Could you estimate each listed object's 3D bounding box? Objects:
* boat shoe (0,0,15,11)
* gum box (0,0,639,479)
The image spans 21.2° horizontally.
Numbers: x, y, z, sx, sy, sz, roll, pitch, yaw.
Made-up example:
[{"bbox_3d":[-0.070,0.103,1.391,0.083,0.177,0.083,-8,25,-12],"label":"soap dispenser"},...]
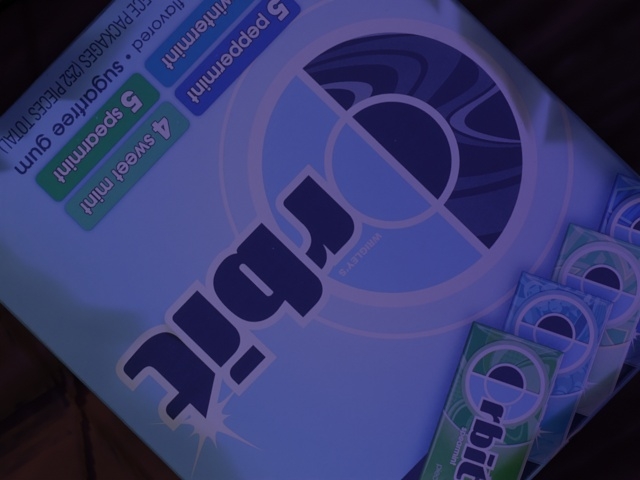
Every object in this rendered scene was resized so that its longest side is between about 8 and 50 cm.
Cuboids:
[{"bbox_3d":[-0.066,-0.144,0.479,0.307,0.104,0.111,-43,88,3],"label":"boat shoe"},{"bbox_3d":[0.000,0.000,0.508,0.184,0.041,0.157,45,92,1],"label":"gum box"}]
